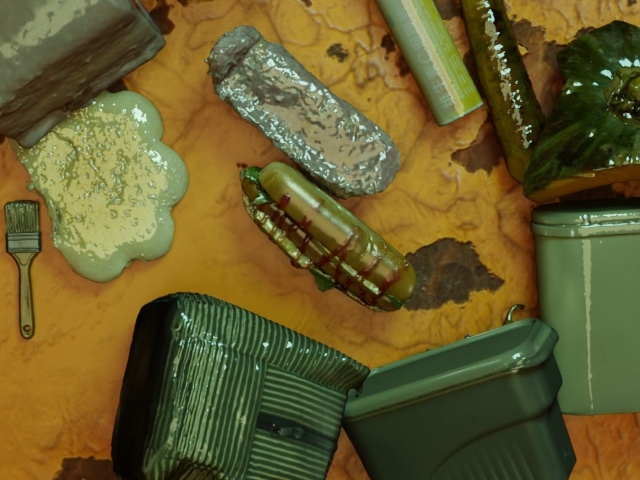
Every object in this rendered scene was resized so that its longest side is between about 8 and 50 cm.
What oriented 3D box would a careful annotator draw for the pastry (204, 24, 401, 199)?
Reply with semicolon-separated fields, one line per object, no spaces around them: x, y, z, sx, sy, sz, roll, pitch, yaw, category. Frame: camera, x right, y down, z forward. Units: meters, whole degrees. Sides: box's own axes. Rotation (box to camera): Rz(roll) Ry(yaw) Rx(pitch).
-0.027;-0.148;1.776;0.265;0.112;0.103;43;82;-15;pastry

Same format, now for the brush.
-0.357;0.036;1.826;0.043;0.014;0.169;-2;96;-3;brush

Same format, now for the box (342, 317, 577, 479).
0.170;0.217;1.767;0.274;0.138;0.178;-19;100;25;box

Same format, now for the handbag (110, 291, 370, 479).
-0.100;0.198;1.699;0.240;0.341;0.247;15;81;-14;handbag

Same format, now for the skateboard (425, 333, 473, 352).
0.169;0.163;1.843;0.064;0.032;0.083;-19;93;10;skateboard

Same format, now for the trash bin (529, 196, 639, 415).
0.373;0.075;1.797;0.243;0.121;0.247;-2;97;-1;trash bin

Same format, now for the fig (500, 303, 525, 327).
0.234;0.117;1.834;0.050;0.050;0.083;7;74;-2;fig

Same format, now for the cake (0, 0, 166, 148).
-0.358;-0.286;1.678;0.230;0.237;0.309;-40;83;-1;cake

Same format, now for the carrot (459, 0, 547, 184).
0.213;-0.219;1.796;0.066;0.066;0.314;-18;94;0;carrot

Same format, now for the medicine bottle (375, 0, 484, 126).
0.119;-0.245;1.788;0.074;0.074;0.218;-28;96;1;medicine bottle

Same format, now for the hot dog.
0.000;0.000;1.788;0.250;0.104;0.076;38;53;-7;hot dog

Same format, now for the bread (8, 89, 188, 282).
-0.259;-0.085;1.806;0.182;0.039;0.250;-24;94;1;bread

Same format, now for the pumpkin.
0.391;-0.152;1.754;0.258;0.095;0.290;12;57;15;pumpkin
